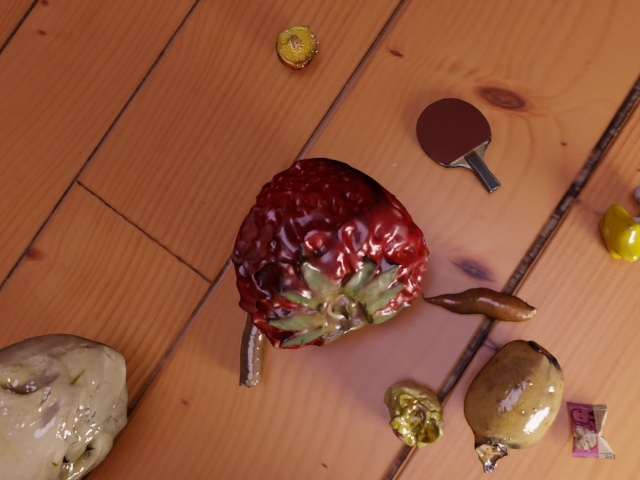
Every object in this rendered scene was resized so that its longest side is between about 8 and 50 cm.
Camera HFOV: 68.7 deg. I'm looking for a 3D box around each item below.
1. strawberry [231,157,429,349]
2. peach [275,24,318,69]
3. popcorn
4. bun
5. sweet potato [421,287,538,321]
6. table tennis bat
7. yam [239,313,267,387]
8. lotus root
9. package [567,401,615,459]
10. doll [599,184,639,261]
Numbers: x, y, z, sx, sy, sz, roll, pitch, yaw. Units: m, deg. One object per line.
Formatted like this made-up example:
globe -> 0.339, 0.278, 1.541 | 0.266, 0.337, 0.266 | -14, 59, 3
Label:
strawberry -> 0.000, 0.000, 0.833 | 0.317, 0.295, 0.345 | -42, 35, 20
peach -> -0.051, -0.415, 1.026 | 0.098, 0.061, 0.098 | 1, 84, -6
popcorn -> 0.159, 0.290, 0.793 | 0.096, 0.089, 0.109 | -30, 68, -4
bun -> -0.511, 0.347, 0.841 | 0.234, 0.362, 0.326 | 30, 127, 21
sweet potato -> 0.273, 0.108, 0.818 | 0.194, 0.056, 0.057 | 4, 78, 21
table tennis bat -> 0.273, -0.183, 0.901 | 0.130, 0.019, 0.220 | -32, 70, 6
yam -> -0.122, 0.163, 0.919 | 0.056, 0.057, 0.241 | 3, 77, 17
lotus root -> 0.299, 0.261, 0.742 | 0.125, 0.118, 0.221 | 29, 84, 37
package -> 0.426, 0.300, 0.741 | 0.059, 0.029, 0.083 | -5, 65, 22
doll -> 0.529, -0.028, 0.771 | 0.113, 0.071, 0.135 | 10, 76, 10
